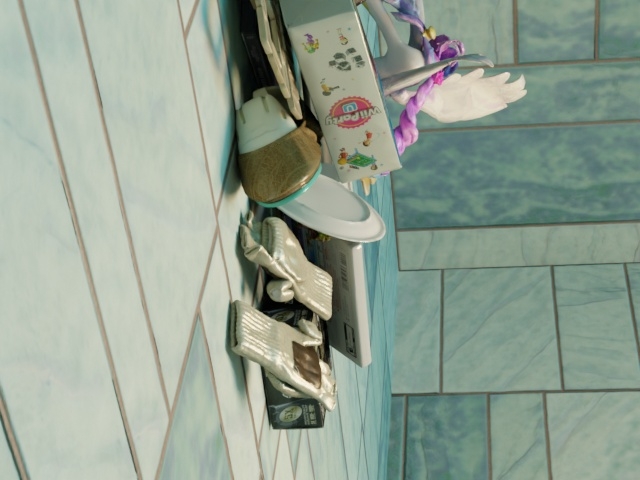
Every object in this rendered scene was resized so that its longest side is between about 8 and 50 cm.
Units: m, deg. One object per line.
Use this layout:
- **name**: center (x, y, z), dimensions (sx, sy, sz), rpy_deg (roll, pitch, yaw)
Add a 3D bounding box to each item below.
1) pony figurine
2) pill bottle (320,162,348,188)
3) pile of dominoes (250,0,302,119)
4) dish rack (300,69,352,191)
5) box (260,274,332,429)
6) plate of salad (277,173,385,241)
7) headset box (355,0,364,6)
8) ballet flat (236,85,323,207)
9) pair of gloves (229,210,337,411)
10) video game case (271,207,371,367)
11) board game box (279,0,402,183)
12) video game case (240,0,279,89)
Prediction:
- **pony figurine**: center (0.146, -0.297, 2.420), dimensions (0.303, 0.351, 0.363), rpy_deg (20, 49, -61)
- **pill bottle**: center (0.000, 0.000, 2.130), dimensions (0.121, 0.121, 0.221), rpy_deg (-79, 164, -61)
- **pile of dominoes**: center (-0.075, -0.279, 1.751), dimensions (0.196, 0.040, 0.251), rpy_deg (67, 12, -54)
- **dish rack**: center (-0.005, -0.247, 2.223), dimensions (0.285, 0.072, 0.333), rpy_deg (-101, -174, -67)
- **box**: center (-0.035, 0.157, 1.973), dimensions (0.147, 0.077, 0.180), rpy_deg (-81, 166, -57)
- **plate of salad**: center (-0.003, -0.045, 1.926), dimensions (0.200, 0.200, 0.048), rpy_deg (-75, -170, -67)
- **headset box**: center (0.012, -0.476, 2.052), dimensions (0.218, 0.110, 0.293), rpy_deg (56, 7, 1)
- **ballet flat**: center (-0.058, -0.141, 1.830), dimensions (0.342, 0.116, 0.124), rpy_deg (-70, 137, -72)
- **pair of gloves**: center (-0.039, 0.086, 1.792), dimensions (0.204, 0.042, 0.240), rpy_deg (45, 35, -39)
- **video game case**: center (0.001, 0.059, 2.019), dimensions (0.193, 0.023, 0.212), rpy_deg (32, -41, 44)
- **board game box**: center (0.018, -0.262, 1.881), dimensions (0.303, 0.097, 0.224), rpy_deg (69, 7, -50)
- **video game case**: center (-0.078, -0.308, 1.993), dimensions (0.274, 0.026, 0.196), rpy_deg (75, 15, -65)
